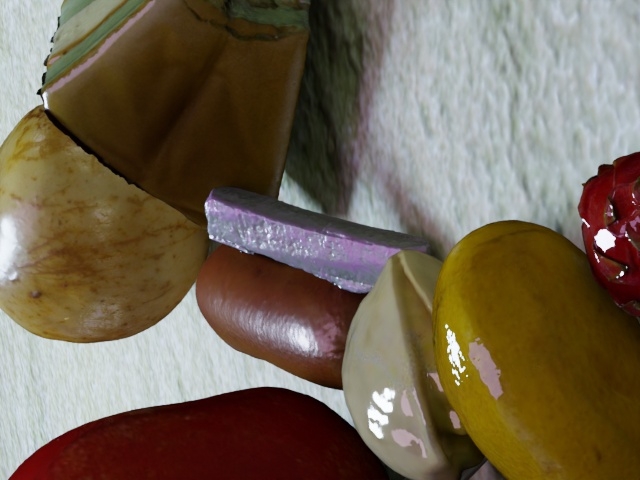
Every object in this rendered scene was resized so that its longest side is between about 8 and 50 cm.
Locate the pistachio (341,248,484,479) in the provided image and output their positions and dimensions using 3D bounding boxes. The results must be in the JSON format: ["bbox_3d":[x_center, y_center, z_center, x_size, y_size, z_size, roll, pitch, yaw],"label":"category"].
[{"bbox_3d":[0.067,0.081,1.160,0.145,0.117,0.200,63,-170,-9],"label":"pistachio"}]

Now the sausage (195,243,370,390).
[{"bbox_3d":[-0.024,0.057,1.459,0.089,0.083,0.300,-66,24,-5],"label":"sausage"}]

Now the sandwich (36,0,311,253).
[{"bbox_3d":[-0.068,-0.135,1.429,0.198,0.227,0.155,-37,30,28],"label":"sandwich"}]

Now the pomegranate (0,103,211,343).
[{"bbox_3d":[-0.219,-0.019,1.713,0.248,0.248,0.248,172,90,-67],"label":"pomegranate"}]

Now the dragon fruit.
[{"bbox_3d":[0.181,-0.008,0.987,0.190,0.094,0.094,-115,19,-86],"label":"dragon fruit"}]

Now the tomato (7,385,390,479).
[{"bbox_3d":[-0.088,0.259,1.375,0.290,0.325,0.293,107,149,-48],"label":"tomato"}]

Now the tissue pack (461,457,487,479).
[{"bbox_3d":[0.082,0.161,1.229,0.023,0.108,0.056,45,150,8],"label":"tissue pack"}]

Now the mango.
[{"bbox_3d":[0.139,0.094,1.018,0.227,0.109,0.147,61,-163,2],"label":"mango"}]

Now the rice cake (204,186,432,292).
[{"bbox_3d":[0.000,0.000,1.352,0.207,0.036,0.047,17,133,34],"label":"rice cake"}]
